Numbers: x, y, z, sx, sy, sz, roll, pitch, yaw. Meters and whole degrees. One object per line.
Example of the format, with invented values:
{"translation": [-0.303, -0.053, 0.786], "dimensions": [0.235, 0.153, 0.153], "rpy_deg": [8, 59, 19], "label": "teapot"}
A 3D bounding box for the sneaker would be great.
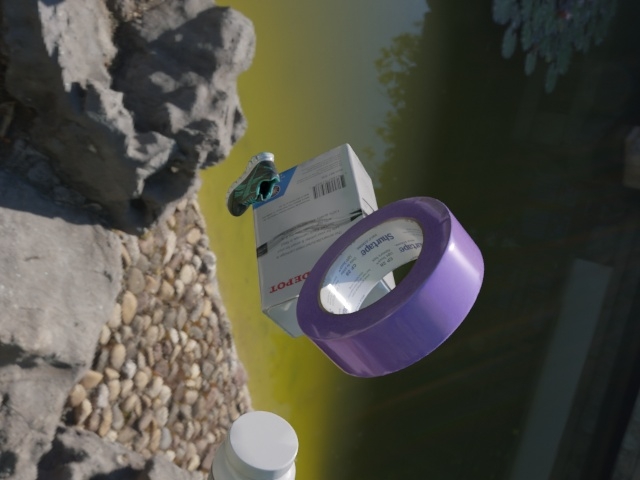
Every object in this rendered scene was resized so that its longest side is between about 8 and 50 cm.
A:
{"translation": [-0.138, -0.100, 1.389], "dimensions": [0.065, 0.076, 0.166], "rpy_deg": [1, 138, -41], "label": "sneaker"}

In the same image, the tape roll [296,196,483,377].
{"translation": [0.097, 0.063, 0.996], "dimensions": [0.090, 0.275, 0.275], "rpy_deg": [47, 65, -25], "label": "tape roll"}

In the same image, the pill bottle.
{"translation": [-0.181, 0.614, 1.712], "dimensions": [0.210, 0.210, 0.363], "rpy_deg": [-23, 141, -45], "label": "pill bottle"}

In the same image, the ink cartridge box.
{"translation": [0.000, 0.000, 1.650], "dimensions": [0.166, 0.285, 0.395], "rpy_deg": [49, 25, -47], "label": "ink cartridge box"}
